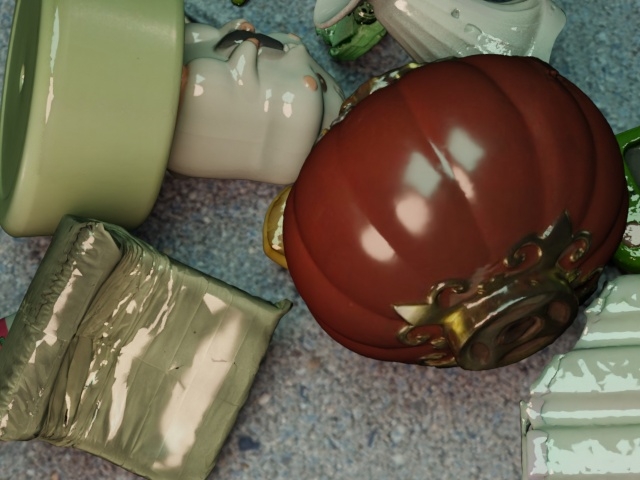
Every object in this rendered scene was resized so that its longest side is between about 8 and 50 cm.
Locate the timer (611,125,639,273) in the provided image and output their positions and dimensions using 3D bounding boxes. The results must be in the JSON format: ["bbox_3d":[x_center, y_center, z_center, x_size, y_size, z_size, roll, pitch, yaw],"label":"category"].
[{"bbox_3d":[0.311,-0.039,1.672,0.128,0.047,0.140,-21,64,-1],"label":"timer"}]

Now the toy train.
[{"bbox_3d":[0.051,-0.250,1.786,0.081,0.099,0.149,14,69,-23],"label":"toy train"}]

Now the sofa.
[{"bbox_3d":[-0.155,0.103,1.536,0.225,0.176,0.210,27,87,-15],"label":"sofa"}]

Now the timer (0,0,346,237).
[{"bbox_3d":[-0.126,-0.133,1.680,0.315,0.291,0.290,6,63,-15],"label":"timer"}]

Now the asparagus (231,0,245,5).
[{"bbox_3d":[-0.064,-0.289,1.852,0.025,0.021,0.108,21,69,17],"label":"asparagus"}]

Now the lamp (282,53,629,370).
[{"bbox_3d":[0.114,-0.023,1.538,0.303,0.303,0.257,-24,63,-5],"label":"lamp"}]

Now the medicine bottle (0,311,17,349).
[{"bbox_3d":[-0.254,0.104,1.650,0.217,0.090,0.090,-23,64,-5],"label":"medicine bottle"}]

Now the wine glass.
[{"bbox_3d":[0.106,-0.198,1.668,0.196,0.165,0.165,30,67,-21],"label":"wine glass"}]

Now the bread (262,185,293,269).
[{"bbox_3d":[0.000,0.000,1.683,0.115,0.056,0.082,18,73,-9],"label":"bread"}]

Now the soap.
[{"bbox_3d":[0.389,0.161,1.506,0.446,0.156,0.261,-4,66,5],"label":"soap"}]

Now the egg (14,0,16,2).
[{"bbox_3d":[-0.248,-0.286,1.821,0.152,0.114,0.114,-31,65,-12],"label":"egg"}]
